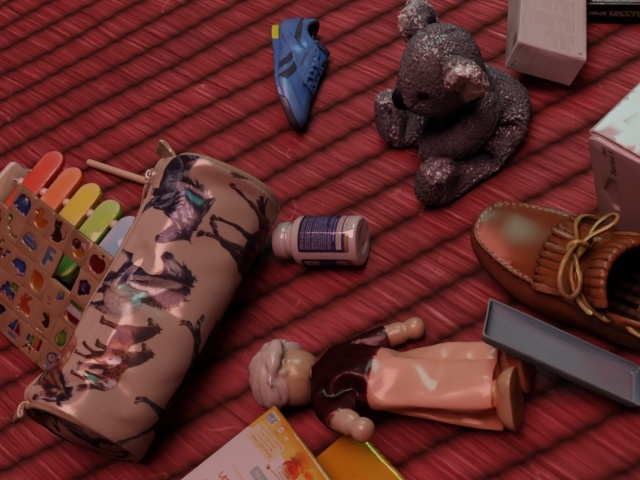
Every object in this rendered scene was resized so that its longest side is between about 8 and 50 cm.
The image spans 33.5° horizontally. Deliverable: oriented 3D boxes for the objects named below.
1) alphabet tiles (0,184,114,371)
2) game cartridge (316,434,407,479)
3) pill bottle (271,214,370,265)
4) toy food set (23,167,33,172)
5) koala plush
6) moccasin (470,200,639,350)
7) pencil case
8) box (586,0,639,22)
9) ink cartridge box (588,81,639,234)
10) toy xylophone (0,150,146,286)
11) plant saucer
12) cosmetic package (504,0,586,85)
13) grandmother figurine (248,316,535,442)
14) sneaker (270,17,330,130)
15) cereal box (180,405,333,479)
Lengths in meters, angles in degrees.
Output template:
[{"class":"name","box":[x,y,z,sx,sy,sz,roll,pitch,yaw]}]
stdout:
[{"class":"alphabet tiles","box":[-0.405,0.046,1.479,0.237,0.009,0.198,35,107,25]},{"class":"game cartridge","box":[0.030,0.400,1.140,0.285,0.052,0.324,-39,50,-8]},{"class":"pill bottle","box":[0.000,0.000,1.408,0.120,0.067,0.067,0,58,21]},{"class":"toy food set","box":[-0.477,-0.066,1.666,0.078,0.019,0.122,6,60,25]},{"class":"koala plush","box":[0.167,-0.200,1.384,0.203,0.221,0.196,-28,52,1]},{"class":"moccasin","box":[0.333,0.046,1.199,0.380,0.147,0.139,34,74,35]},{"class":"pencil case","box":[-0.220,0.082,1.356,0.183,0.160,0.410,27,72,1]},{"class":"box","box":[0.484,-0.388,1.503,0.191,0.045,0.184,7,63,24]},{"class":"ink cartridge box","box":[0.455,-0.131,1.239,0.278,0.201,0.117,-43,53,-10]},{"class":"toy xylophone","box":[-0.355,-0.033,1.558,0.323,0.081,0.236,14,63,28]},{"class":"plant saucer","box":[0.268,0.128,1.183,0.192,0.018,0.067,25,38,-2]},{"class":"cosmetic package","box":[0.317,-0.331,1.489,0.099,0.060,0.239,14,55,-4]},{"class":"grandmother figurine","box":[0.067,0.167,1.253,0.342,0.104,0.208,-1,21,25]},{"class":"sneaker","box":[-0.026,-0.257,1.594,0.082,0.069,0.209,-12,54,9]},{"class":"cereal box","box":[-0.096,0.322,1.185,0.240,0.047,0.173,-38,50,-7]}]
